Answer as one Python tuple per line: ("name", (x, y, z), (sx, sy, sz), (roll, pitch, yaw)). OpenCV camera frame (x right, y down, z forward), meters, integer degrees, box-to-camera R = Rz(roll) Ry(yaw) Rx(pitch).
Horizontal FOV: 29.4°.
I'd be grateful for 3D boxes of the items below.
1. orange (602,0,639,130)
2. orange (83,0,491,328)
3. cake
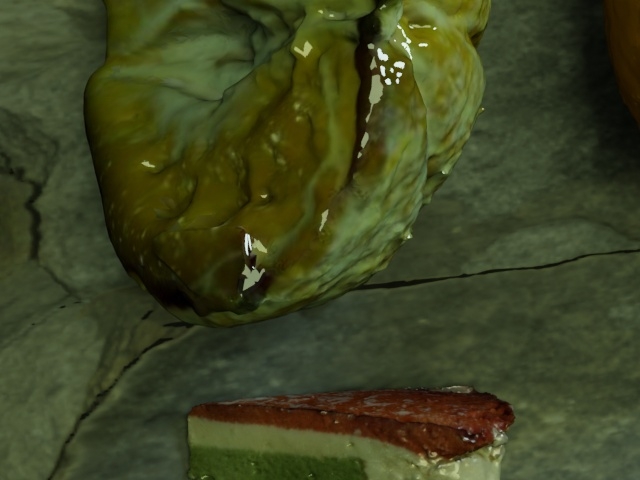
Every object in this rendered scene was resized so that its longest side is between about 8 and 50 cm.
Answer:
("orange", (0.339, -0.183, 0.780), (0.293, 0.340, 0.341), (34, 80, -30))
("orange", (-0.016, -0.125, 0.778), (0.210, 0.271, 0.369), (11, 82, -53))
("cake", (0.026, 0.151, 0.821), (0.220, 0.117, 0.086), (-1, 93, -12))
